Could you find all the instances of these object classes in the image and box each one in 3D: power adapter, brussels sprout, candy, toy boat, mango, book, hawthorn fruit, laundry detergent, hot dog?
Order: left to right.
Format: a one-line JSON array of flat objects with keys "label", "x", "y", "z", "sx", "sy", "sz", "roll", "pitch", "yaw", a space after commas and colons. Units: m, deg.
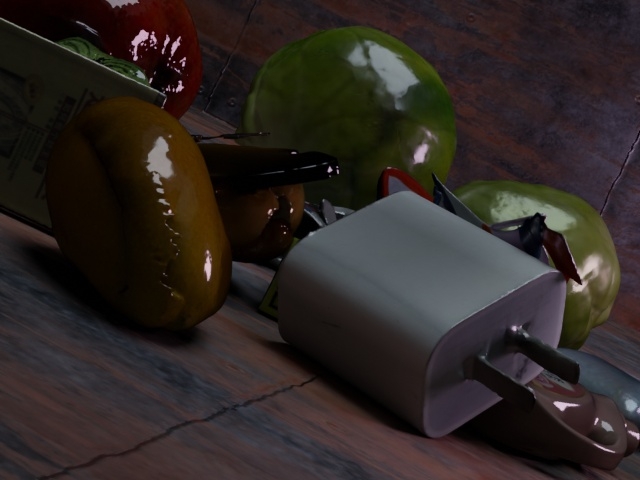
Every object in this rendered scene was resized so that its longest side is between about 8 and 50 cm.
[{"label": "book", "x": -0.277, "y": -0.108, "z": 1.358, "sx": 0.231, "sy": 0.161, "sz": 0.026, "roll": 25, "pitch": -9, "yaw": -7}, {"label": "hawthorn fruit", "x": -0.302, "y": -0.232, "z": 1.828, "sx": 0.307, "sy": 0.265, "sz": 0.265, "roll": 23, "pitch": 4, "yaw": 32}, {"label": "mango", "x": -0.149, "y": -0.021, "z": 1.215, "sx": 0.136, "sy": 0.166, "sz": 0.236, "roll": -18, "pitch": 46, "yaw": -13}, {"label": "hot dog", "x": -0.115, "y": -0.042, "z": 1.565, "sx": 0.194, "sy": 0.107, "sz": 0.326, "roll": -12, "pitch": 16, "yaw": -25}, {"label": "brussels sprout", "x": 0.037, "y": -0.143, "z": 2.183, "sx": 0.344, "sy": 0.344, "sz": 0.268, "roll": 27, "pitch": -2, "yaw": 12}, {"label": "power adapter", "x": 0.111, "y": 0.073, "z": 1.325, "sx": 0.187, "sy": 0.124, "sz": 0.255, "roll": -27, "pitch": 41, "yaw": -35}, {"label": "toy boat", "x": 0.166, "y": 0.034, "z": 1.468, "sx": 0.318, "sy": 0.072, "sz": 0.219, "roll": 20, "pitch": -41, "yaw": 52}, {"label": "brussels sprout", "x": 0.266, "y": 0.044, "z": 2.024, "sx": 0.274, "sy": 0.242, "sz": 0.316, "roll": 1, "pitch": -14, "yaw": 34}, {"label": "laundry detergent", "x": 0.235, "y": 0.178, "z": 1.453, "sx": 0.237, "sy": 0.076, "sz": 0.171, "roll": 25, "pitch": 9, "yaw": -27}, {"label": "candy", "x": 0.348, "y": 0.188, "z": 1.819, "sx": 0.138, "sy": 0.071, "sz": 0.174, "roll": 20, "pitch": 8, "yaw": -45}]

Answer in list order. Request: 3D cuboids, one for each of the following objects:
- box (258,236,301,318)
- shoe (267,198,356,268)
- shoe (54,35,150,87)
[{"label": "box", "x": 0.016, "y": 0.062, "z": 1.564, "sx": 0.141, "sy": 0.064, "sz": 0.220, "roll": 26, "pitch": 5, "yaw": 0}, {"label": "shoe", "x": 0.000, "y": 0.001, "z": 1.804, "sx": 0.228, "sy": 0.099, "sz": 0.125, "roll": 19, "pitch": 0, "yaw": -16}, {"label": "shoe", "x": -0.259, "y": -0.125, "z": 1.501, "sx": 0.140, "sy": 0.128, "sz": 0.262, "roll": -22, "pitch": 23, "yaw": -33}]
